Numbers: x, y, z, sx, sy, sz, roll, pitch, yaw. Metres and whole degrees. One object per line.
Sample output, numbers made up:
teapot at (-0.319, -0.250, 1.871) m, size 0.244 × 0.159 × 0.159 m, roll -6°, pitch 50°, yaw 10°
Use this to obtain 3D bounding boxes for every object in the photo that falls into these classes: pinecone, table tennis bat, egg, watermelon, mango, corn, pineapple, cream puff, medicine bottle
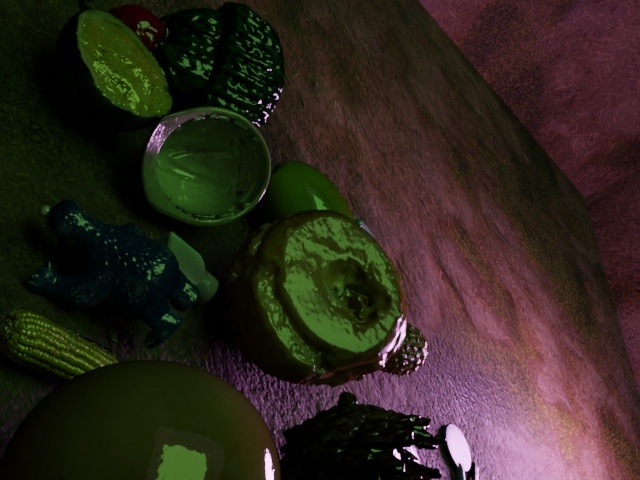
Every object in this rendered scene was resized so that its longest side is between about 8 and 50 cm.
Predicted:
pinecone at (0.060, 0.381, 1.571) m, size 0.242 × 0.298 × 0.296 m, roll 41°, pitch 46°, yaw -28°
table tennis bat at (0.299, 0.468, 2.204) m, size 0.100 × 0.019 × 0.155 m, roll 42°, pitch 31°, yaw -34°
egg at (-0.199, 0.289, 1.176) m, size 0.374 × 0.301 × 0.301 m, roll 10°, pitch 56°, yaw -60°
watermelon at (-0.353, -0.269, 1.644) m, size 0.232 × 0.127 × 0.204 m, roll 51°, pitch 28°, yaw -14°
mango at (0.000, 0.000, 1.971) m, size 0.343 × 0.156 × 0.192 m, roll 61°, pitch 25°, yaw 5°
corn at (-0.338, 0.150, 1.331) m, size 0.203 × 0.072 × 0.072 m, roll 36°, pitch 36°, yaw -43°
pineapple at (0.110, 0.210, 2.025) m, size 0.251 × 0.125 × 0.125 m, roll 17°, pitch 50°, yaw -47°
cream puff at (-0.019, 0.116, 1.740) m, size 0.327 × 0.231 × 0.343 m, roll 47°, pitch 50°, yaw -8°
medicine bottle at (-0.223, 0.051, 1.643) m, size 0.118 × 0.055 × 0.074 m, roll 41°, pitch 32°, yaw -32°

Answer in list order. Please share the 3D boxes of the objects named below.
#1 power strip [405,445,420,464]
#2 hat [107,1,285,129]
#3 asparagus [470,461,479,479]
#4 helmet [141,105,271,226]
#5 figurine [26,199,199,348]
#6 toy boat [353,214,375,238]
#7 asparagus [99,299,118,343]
power strip at (0.112, 0.421, 1.895) m, size 0.279 × 0.037 × 0.109 m, roll 14°, pitch 53°, yaw -56°
hat at (-0.234, -0.337, 1.830) m, size 0.332 × 0.242 × 0.274 m, roll 27°, pitch 26°, yaw -29°
asparagus at (0.328, 0.563, 2.159) m, size 0.022 × 0.023 × 0.233 m, roll 11°, pitch 35°, yaw 2°
helmet at (-0.226, -0.133, 1.735) m, size 0.257 × 0.137 × 0.204 m, roll 7°, pitch 96°, yaw -41°
figurine at (-0.285, 0.032, 1.448) m, size 0.262 × 0.120 × 0.164 m, roll 33°, pitch 45°, yaw -29°
toy boat at (0.097, 0.027, 2.214) m, size 0.208 × 0.079 × 0.134 m, roll 56°, pitch 29°, yaw -13°
asparagus at (-0.315, 0.099, 1.479) m, size 0.014 × 0.015 × 0.114 m, roll 89°, pitch -14°, yaw -69°
